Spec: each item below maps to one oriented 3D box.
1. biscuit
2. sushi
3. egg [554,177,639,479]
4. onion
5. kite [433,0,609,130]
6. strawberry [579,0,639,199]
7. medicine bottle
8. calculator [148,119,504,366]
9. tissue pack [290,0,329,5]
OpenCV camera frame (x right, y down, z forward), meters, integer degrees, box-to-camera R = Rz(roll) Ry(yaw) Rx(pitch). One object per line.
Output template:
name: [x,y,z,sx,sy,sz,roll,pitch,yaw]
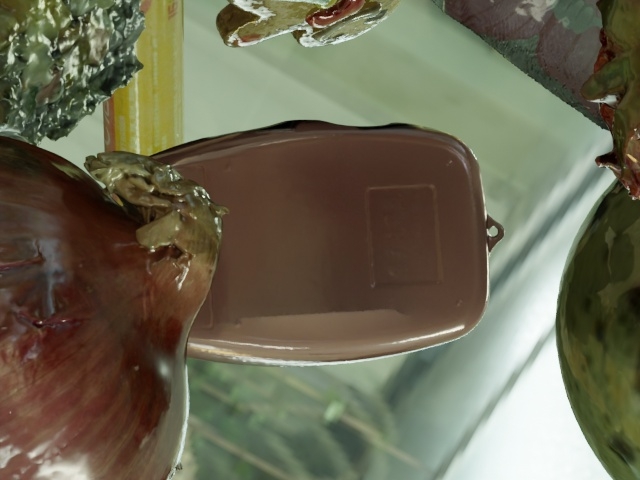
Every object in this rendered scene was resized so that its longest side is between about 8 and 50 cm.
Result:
biscuit: [0.003,-0.298,2.223,0.283,0.064,0.432,-24,165,9]
sushi: [-0.246,-0.197,1.649,0.274,0.139,0.184,-44,149,-40]
egg: [0.386,0.102,1.627,0.345,0.428,0.345,-25,-150,15]
onion: [-0.246,0.079,1.430,0.353,0.354,0.353,-60,-174,10]
kite: [0.091,-0.209,1.197,0.022,0.360,0.204,77,36,-75]
strawberry: [0.272,-0.086,0.987,0.205,0.244,0.205,-14,-108,52]
medicine bottle: [-0.194,-0.162,2.088,0.108,0.108,0.426,-67,164,-50]
calculator: [0.000,0.000,1.671,0.048,0.330,0.220,115,-29,-83]
tissue pack: [-0.062,-0.446,1.808,0.205,0.404,0.332,-23,176,23]
